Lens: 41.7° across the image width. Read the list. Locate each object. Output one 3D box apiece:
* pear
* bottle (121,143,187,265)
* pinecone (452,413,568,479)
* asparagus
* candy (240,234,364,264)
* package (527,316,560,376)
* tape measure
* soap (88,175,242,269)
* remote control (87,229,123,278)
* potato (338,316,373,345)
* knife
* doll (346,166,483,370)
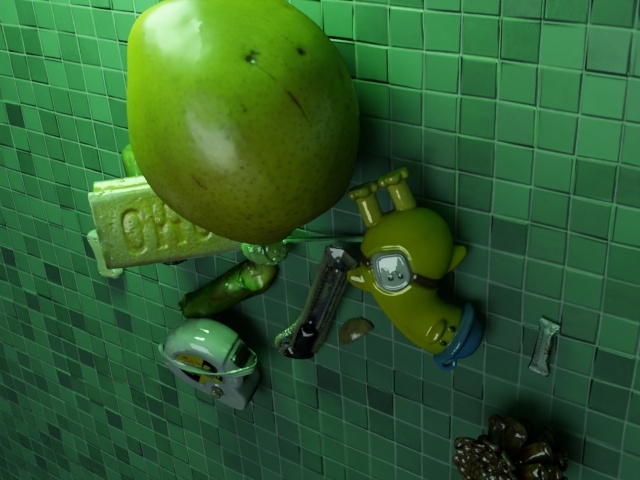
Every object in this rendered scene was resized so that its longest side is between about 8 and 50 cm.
[{"bbox_3d":[-0.125,-0.198,1.316,0.362,0.362,0.418,-13,109,43],"label":"pear"},{"bbox_3d":[-0.325,-0.076,1.720,0.112,0.112,0.260,9,120,35],"label":"bottle"},{"bbox_3d":[0.329,0.375,1.417,0.179,0.195,0.150,18,91,55],"label":"pinecone"},{"bbox_3d":[-0.216,0.115,1.771,0.082,0.085,0.343,41,137,-22],"label":"asparagus"},{"bbox_3d":[0.000,0.000,1.536,0.336,0.092,0.093,-2,156,32],"label":"candy"},{"bbox_3d":[0.366,0.176,1.380,0.037,0.015,0.110,22,128,27],"label":"package"},{"bbox_3d":[-0.236,0.251,1.799,0.236,0.120,0.197,27,143,2],"label":"tape measure"},{"bbox_3d":[-0.293,-0.048,1.627,0.274,0.089,0.173,-9,115,-1],"label":"soap"},{"bbox_3d":[-0.508,0.032,1.988,0.074,0.032,0.122,5,117,37],"label":"remote control"},{"bbox_3d":[0.056,0.177,1.616,0.037,0.036,0.093,53,136,-4],"label":"potato"},{"bbox_3d":[-0.011,0.132,1.603,0.089,0.043,0.365,18,137,-6],"label":"knife"},{"bbox_3d":[0.152,0.061,1.391,0.199,0.145,0.363,-20,107,10],"label":"doll"}]
